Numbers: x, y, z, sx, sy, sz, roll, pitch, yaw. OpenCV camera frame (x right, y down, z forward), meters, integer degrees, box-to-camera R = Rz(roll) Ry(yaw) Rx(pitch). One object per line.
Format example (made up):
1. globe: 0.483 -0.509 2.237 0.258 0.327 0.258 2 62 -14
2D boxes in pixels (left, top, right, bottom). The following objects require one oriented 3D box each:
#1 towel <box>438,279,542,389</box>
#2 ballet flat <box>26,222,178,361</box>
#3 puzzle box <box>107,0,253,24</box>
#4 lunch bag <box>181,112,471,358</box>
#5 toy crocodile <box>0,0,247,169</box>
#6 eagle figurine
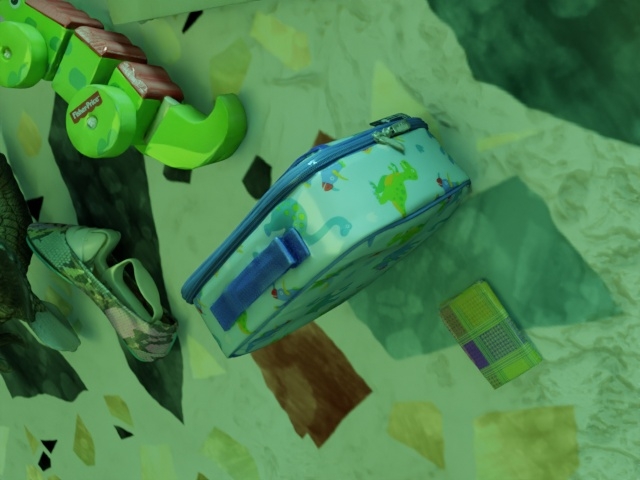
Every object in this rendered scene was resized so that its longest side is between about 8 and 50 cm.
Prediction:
1. towel: 0.136 0.075 0.751 0.083 0.009 0.060 55 134 8
2. ballet flat: -0.237 0.039 1.041 0.221 0.077 0.079 45 115 12
3. puzzle box: -0.114 -0.390 0.736 0.272 0.052 0.408 4 111 40
4. lunch bag: 0.000 0.000 0.722 0.090 0.176 0.219 54 136 9
5. toy crocodile: -0.220 -0.166 0.895 0.340 0.115 0.105 37 111 22
6. eagle figurine: -0.406 0.021 1.077 0.226 0.225 0.298 25 117 19
